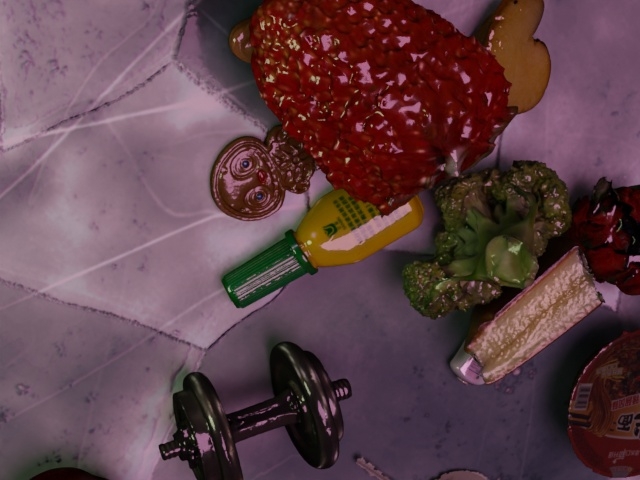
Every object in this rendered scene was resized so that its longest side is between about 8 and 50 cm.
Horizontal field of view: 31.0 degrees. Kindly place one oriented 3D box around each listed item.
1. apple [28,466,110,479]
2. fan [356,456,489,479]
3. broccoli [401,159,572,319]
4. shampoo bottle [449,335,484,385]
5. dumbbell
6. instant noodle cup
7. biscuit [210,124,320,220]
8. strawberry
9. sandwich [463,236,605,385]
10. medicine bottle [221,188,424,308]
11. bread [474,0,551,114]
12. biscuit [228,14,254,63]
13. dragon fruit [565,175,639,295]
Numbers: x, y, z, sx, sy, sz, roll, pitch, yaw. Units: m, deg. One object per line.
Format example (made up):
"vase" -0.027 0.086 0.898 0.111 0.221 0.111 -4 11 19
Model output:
"apple" -0.345 0.425 1.570 0.234 0.234 0.234 -7 108 -21
"fan" 0.167 0.431 1.896 0.329 0.009 0.190 36 91 -30
"broccoli" 0.218 -0.002 1.658 0.254 0.302 0.186 -37 85 32
"shampoo bottle" 0.250 0.185 1.837 0.072 0.043 0.099 30 94 -31
"dumbbell" -0.088 0.255 1.637 0.290 0.192 0.192 -17 112 -19
"instant noodle cup" 0.508 0.259 1.940 0.274 0.091 0.274 -6 108 -21
"biscuit" -0.074 -0.099 1.624 0.175 0.026 0.124 -30 116 -12
"strawberry" 0.080 -0.219 1.511 0.292 0.292 0.343 -39 108 -7
"sandwich" 0.311 0.109 1.778 0.236 0.128 0.122 -36 101 -6
"medicine bottle" 0.000 0.000 1.654 0.309 0.076 0.111 -30 74 -7
"bread" 0.280 -0.275 1.702 0.149 0.065 0.187 9 100 -36
"biscuit" 0.005 -0.369 1.562 0.334 0.047 0.202 -28 114 -13
"dragon fruit" 0.479 -0.002 1.805 0.189 0.182 0.182 8 103 -23
